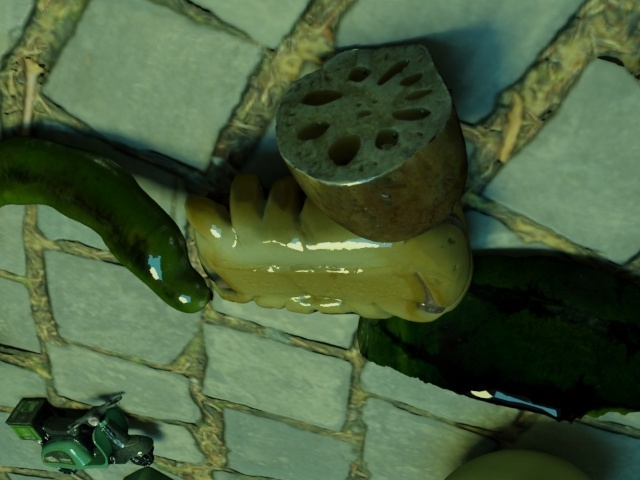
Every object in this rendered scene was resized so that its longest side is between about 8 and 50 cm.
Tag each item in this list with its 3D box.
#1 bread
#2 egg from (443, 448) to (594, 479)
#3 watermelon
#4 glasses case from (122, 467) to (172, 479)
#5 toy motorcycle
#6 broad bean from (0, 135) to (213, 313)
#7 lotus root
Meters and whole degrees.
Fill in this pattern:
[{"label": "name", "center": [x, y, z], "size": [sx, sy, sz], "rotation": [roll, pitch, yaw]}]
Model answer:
[{"label": "bread", "center": [0.000, 0.000, 0.696], "size": [0.225, 0.081, 0.134], "rotation": [4, 149, 19]}, {"label": "egg", "center": [0.184, 0.303, 0.886], "size": [0.188, 0.189, 0.254], "rotation": [21, 146, -3]}, {"label": "watermelon", "center": [0.171, 0.081, 0.740], "size": [0.301, 0.123, 0.129], "rotation": [7, 170, 12]}, {"label": "glasses case", "center": [-0.174, 0.362, 1.196], "size": [0.184, 0.039, 0.078], "rotation": [36, 136, -20]}, {"label": "toy motorcycle", "center": [-0.273, 0.227, 1.072], "size": [0.173, 0.058, 0.100], "rotation": [-4, 129, 27]}, {"label": "broad bean", "center": [-0.217, -0.016, 0.756], "size": [0.292, 0.049, 0.144], "rotation": [3, 113, 28]}, {"label": "lotus root", "center": [0.033, -0.061, 0.594], "size": [0.112, 0.122, 0.081], "rotation": [-19, 139, 4]}]
